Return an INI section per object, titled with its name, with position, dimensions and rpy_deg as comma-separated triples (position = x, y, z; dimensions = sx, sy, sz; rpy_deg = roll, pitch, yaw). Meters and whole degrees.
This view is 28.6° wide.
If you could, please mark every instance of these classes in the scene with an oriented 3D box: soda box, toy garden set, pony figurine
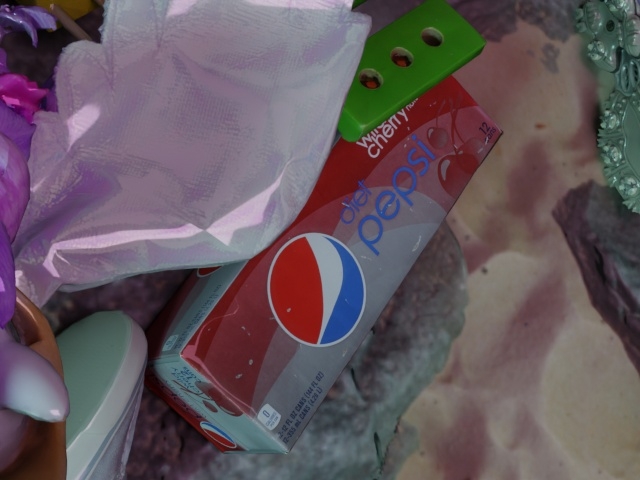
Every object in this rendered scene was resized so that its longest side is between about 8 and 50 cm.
[soda box]
position = 0.000, 0.000, 0.765
dimensions = 0.092, 0.083, 0.263
rpy_deg = 45, 62, -17
[toy garden set]
position = -0.061, -0.138, 0.731
dimensions = 0.204, 0.049, 0.244
rpy_deg = -36, 76, -29
[pony figurine]
position = -0.161, -0.012, 0.497
dimensions = 0.303, 0.363, 0.351
rpy_deg = 19, 65, -28

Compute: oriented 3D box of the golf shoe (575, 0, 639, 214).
[golf shoe]
position = 0.254, -0.108, 0.950
dimensions = 0.086, 0.069, 0.176
rpy_deg = -3, 84, -37

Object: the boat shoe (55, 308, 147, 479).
[boat shoe]
position = -0.145, 0.147, 0.667
dimensions = 0.081, 0.079, 0.227
rpy_deg = 50, 55, -43
